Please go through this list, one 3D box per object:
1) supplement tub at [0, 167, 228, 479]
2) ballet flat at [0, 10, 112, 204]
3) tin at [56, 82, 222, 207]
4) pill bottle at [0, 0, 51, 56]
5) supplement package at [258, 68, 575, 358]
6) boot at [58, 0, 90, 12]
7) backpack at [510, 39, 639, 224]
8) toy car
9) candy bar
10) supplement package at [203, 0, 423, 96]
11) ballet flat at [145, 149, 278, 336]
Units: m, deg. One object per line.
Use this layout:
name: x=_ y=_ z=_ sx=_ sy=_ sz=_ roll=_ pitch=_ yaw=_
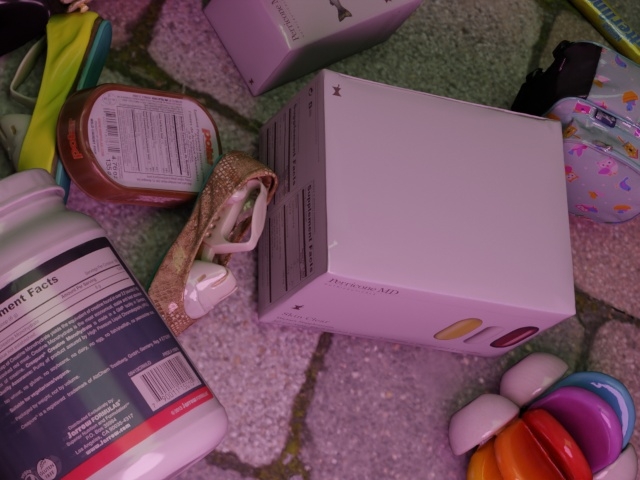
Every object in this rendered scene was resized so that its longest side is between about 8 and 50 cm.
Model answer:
supplement tub: x=-0.221 y=0.098 z=1.505 sx=0.191 sy=0.191 sz=0.272 roll=-31 pitch=83 yaw=-32
ballet flat: x=-0.250 y=-0.114 z=1.662 sx=0.077 sy=0.077 sz=0.231 roll=9 pitch=60 yaw=2
tin: x=-0.159 y=-0.085 z=1.659 sx=0.190 sy=0.040 sz=0.106 roll=3 pitch=81 yaw=-52
pill bottle: x=-0.333 y=-0.282 z=1.658 sx=0.123 sy=0.123 sz=0.219 roll=-13 pitch=74 yaw=-29
supplement package: x=0.088 y=-0.019 z=1.717 sx=0.262 sy=0.145 sz=0.204 roll=10 pitch=65 yaw=-24
boot: x=-0.147 y=-0.266 z=1.668 sx=0.203 sy=0.095 sz=0.262 roll=-30 pitch=45 yaw=-18
backpack: x=0.299 y=-0.100 z=1.847 sx=0.188 sy=0.166 sz=0.144 roll=17 pitch=64 yaw=-14
toy car: x=0.223 y=0.187 z=1.704 sx=0.182 sy=0.136 sz=0.159 roll=-35 pitch=85 yaw=-32
candy bar: x=0.317 y=-0.241 z=2.004 sx=0.161 sy=0.018 sz=0.040 roll=46 pitch=58 yaw=0
supplement package: x=-0.005 y=-0.234 z=1.800 sx=0.179 sy=0.105 sz=0.105 roll=-26 pitch=82 yaw=-31
ballet flat: x=-0.097 y=0.010 z=1.651 sx=0.067 sy=0.073 sz=0.206 roll=14 pitch=70 yaw=29
